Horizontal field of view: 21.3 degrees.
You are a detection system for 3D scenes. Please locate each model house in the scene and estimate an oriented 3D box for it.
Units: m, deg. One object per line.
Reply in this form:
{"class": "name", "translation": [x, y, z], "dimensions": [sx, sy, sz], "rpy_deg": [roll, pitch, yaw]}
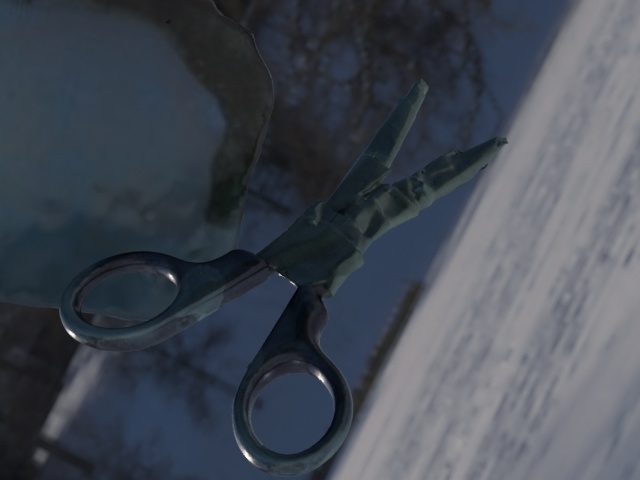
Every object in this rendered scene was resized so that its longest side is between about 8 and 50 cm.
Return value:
{"class": "model house", "translation": [-0.275, -0.100, 1.568], "dimensions": [0.339, 0.360, 0.297], "rpy_deg": [-168, 85, -65]}

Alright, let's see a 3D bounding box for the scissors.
{"class": "scissors", "translation": [0.000, 0.000, 1.340], "dimensions": [0.383, 0.256, 0.029], "rpy_deg": [-45, -28, -30]}
